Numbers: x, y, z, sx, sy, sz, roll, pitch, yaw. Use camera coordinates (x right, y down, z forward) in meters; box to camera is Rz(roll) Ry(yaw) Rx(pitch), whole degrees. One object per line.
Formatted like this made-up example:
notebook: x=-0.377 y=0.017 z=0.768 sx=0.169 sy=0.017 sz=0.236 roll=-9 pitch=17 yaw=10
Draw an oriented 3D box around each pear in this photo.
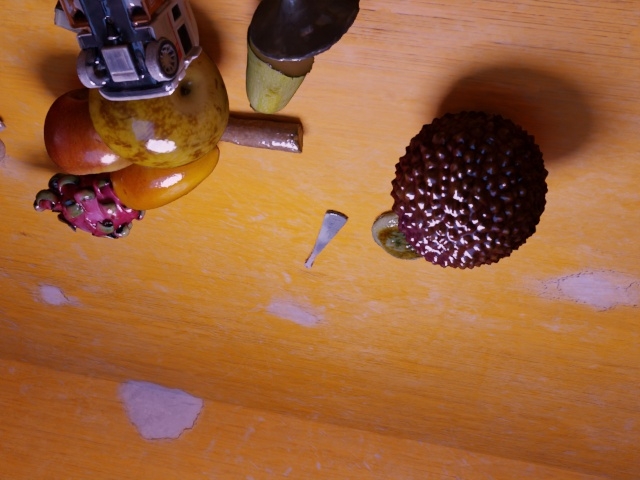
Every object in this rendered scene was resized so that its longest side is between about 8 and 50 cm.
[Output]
pear: x=-0.314 y=-0.266 z=1.780 sx=0.281 sy=0.280 sz=0.280 roll=11 pitch=149 yaw=7

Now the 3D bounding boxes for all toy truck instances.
toy truck: x=-0.326 y=-0.436 z=1.489 sx=0.173 sy=0.207 sz=0.387 roll=0 pitch=126 yaw=23

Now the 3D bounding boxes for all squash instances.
squash: x=-0.083 y=-0.305 z=1.768 sx=0.137 sy=0.137 sz=0.287 roll=15 pitch=155 yaw=0

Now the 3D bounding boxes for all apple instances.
apple: x=-0.483 y=-0.237 z=1.964 sx=0.235 sy=0.210 sz=0.173 roll=1 pitch=110 yaw=29

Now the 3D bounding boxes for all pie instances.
pie: x=0.211 y=-0.007 z=2.184 sx=0.187 sy=0.041 sz=0.187 roll=10 pitch=148 yaw=7

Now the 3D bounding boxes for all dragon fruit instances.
dragon fruit: x=-0.556 y=-0.110 z=2.235 sx=0.273 sy=0.218 sz=0.198 roll=22 pitch=104 yaw=-2

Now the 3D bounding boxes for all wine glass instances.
wine glass: x=-0.102 y=-0.477 z=1.382 sx=0.267 sy=0.267 sz=0.406 roll=-2 pitch=151 yaw=26

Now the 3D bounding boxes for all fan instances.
fan: x=0.000 y=0.000 z=2.311 sx=0.057 sy=0.023 sz=0.282 roll=19 pitch=148 yaw=-10

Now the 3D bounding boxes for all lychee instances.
lychee: x=0.282 y=-0.094 z=1.769 sx=0.306 sy=0.306 sz=0.330 roll=2 pitch=134 yaw=21

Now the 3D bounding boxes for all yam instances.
yam: x=-0.182 y=-0.233 z=1.971 sx=0.300 sy=0.066 sz=0.066 roll=8 pitch=148 yaw=12

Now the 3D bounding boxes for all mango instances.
mango: x=-0.339 y=-0.157 z=2.064 sx=0.257 sy=0.138 sz=0.187 roll=-22 pitch=165 yaw=39

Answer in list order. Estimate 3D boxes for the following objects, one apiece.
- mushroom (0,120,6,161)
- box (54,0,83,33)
mushroom: x=-0.817 y=-0.249 z=2.175 sx=0.166 sy=0.127 sz=0.166 roll=33 pitch=157 yaw=16
box: x=-0.467 y=-0.438 z=1.766 sx=0.085 sy=0.063 sz=0.060 roll=22 pitch=149 yaw=-8
